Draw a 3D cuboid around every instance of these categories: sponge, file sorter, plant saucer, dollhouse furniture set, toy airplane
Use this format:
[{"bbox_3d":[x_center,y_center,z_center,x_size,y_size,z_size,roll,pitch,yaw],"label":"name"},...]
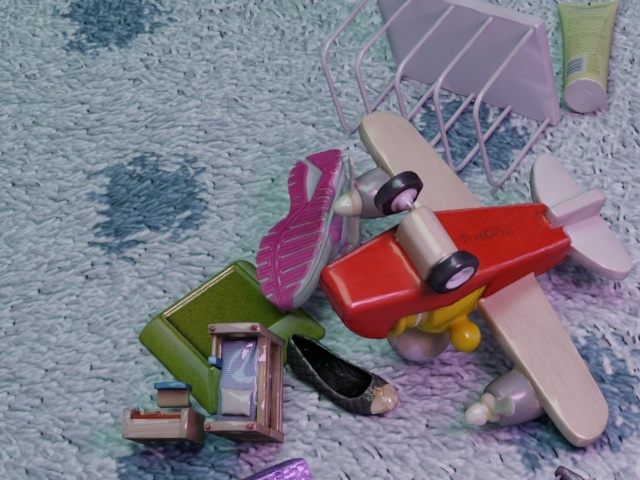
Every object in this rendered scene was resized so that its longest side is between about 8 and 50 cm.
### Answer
[{"bbox_3d":[-0.116,0.303,1.720,0.210,0.117,0.031,-22,86,-17],"label":"sponge"},{"bbox_3d":[0.163,-0.221,2.103,0.277,0.193,0.173,23,60,32],"label":"file sorter"},{"bbox_3d":[-0.122,0.110,1.967,0.188,0.045,0.188,-35,48,-18],"label":"plant saucer"},{"bbox_3d":[-0.148,0.175,1.821,0.183,0.129,0.129,-2,76,13],"label":"dollhouse furniture set"},{"bbox_3d":[0.181,0.041,1.833,0.384,0.272,0.386,27,39,-11],"label":"toy airplane"}]

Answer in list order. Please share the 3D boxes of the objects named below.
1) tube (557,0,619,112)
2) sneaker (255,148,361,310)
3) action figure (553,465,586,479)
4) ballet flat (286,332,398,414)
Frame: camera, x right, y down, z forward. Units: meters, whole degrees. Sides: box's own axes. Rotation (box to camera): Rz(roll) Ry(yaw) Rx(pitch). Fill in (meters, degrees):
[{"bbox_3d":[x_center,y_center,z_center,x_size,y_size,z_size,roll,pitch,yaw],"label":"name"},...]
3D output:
[{"bbox_3d":[0.389,-0.280,2.193,0.070,0.062,0.240,30,41,-16],"label":"tube"},{"bbox_3d":[0.000,0.000,1.988,0.103,0.111,0.252,-9,43,35],"label":"sneaker"},{"bbox_3d":[0.175,0.351,1.578,0.099,0.185,0.285,45,51,12],"label":"action figure"},{"bbox_3d":[0.022,0.168,1.867,0.173,0.049,0.057,24,58,33],"label":"ballet flat"}]
